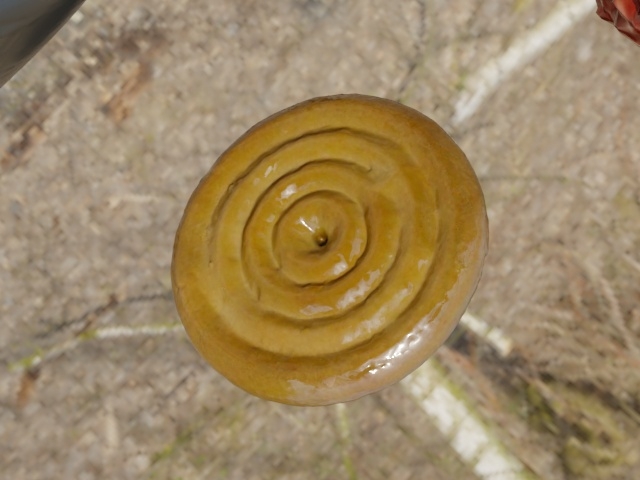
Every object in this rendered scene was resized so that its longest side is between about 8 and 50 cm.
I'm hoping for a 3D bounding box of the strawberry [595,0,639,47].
[{"bbox_3d":[0.183,-0.201,0.436,0.267,0.351,0.312,-36,-177,-13],"label":"strawberry"}]

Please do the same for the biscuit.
[{"bbox_3d":[0.000,0.000,1.042,0.262,0.262,0.037,-48,148,-2],"label":"biscuit"}]

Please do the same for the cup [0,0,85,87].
[{"bbox_3d":[-0.161,-0.101,0.376,0.223,0.169,0.176,-27,175,-38],"label":"cup"}]
